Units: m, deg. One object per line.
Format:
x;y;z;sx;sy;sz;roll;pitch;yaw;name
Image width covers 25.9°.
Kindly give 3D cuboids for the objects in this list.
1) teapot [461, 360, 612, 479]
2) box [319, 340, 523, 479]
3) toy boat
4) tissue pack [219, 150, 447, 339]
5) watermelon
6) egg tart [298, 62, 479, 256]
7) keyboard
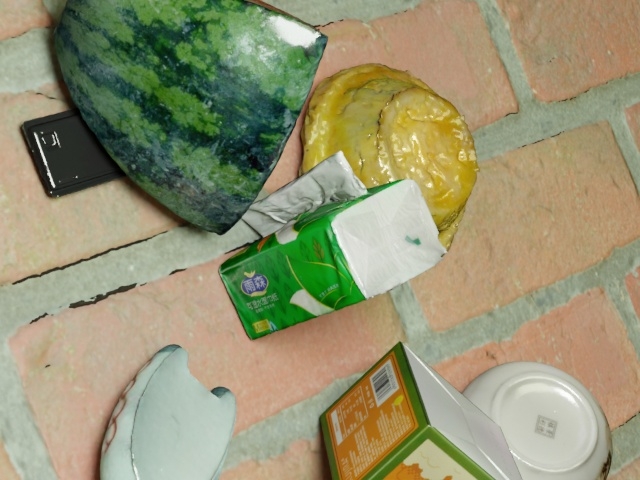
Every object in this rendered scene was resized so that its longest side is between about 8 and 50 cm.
0.252;0.259;1.721;0.204;0.139;0.298;29;57;3;teapot
0.111;0.250;1.537;0.177;0.148;0.195;42;12;-21;box
-0.165;0.209;1.443;0.134;0.079;0.207;47;40;-27;toy boat
0.001;-0.001;1.549;0.148;0.209;0.156;-24;90;-42;tissue pack
-0.148;-0.171;1.521;0.283;0.292;0.250;33;94;3;watermelon
0.096;-0.095;1.729;0.288;0.118;0.288;10;73;-36;egg tart
-0.219;-0.116;1.530;0.230;0.025;0.093;-21;90;-42;keyboard
